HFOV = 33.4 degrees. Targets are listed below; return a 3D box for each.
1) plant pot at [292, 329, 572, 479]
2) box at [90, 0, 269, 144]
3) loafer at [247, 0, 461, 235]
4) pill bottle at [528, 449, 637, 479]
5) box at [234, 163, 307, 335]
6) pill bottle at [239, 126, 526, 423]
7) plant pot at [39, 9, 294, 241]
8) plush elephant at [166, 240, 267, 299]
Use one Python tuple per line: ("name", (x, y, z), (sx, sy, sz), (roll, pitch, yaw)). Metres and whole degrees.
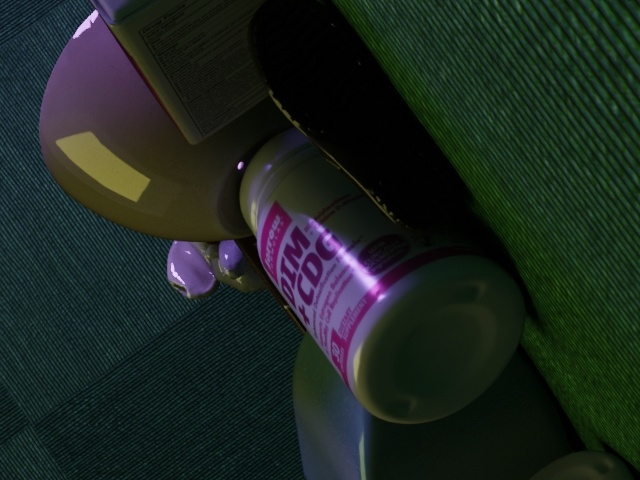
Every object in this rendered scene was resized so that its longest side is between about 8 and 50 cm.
("plant pot", (0.106, 0.180, 1.136), (0.247, 0.248, 0.252), (-130, 21, -55))
("box", (-0.107, -0.204, 0.883), (0.127, 0.149, 0.232), (54, 176, 19))
("loafer", (0.019, -0.093, 0.835), (0.220, 0.080, 0.078), (54, 176, -1))
("pill bottle", (0.275, 0.305, 0.980), (0.208, 0.119, 0.119), (55, 176, -19))
("box", (0.000, 0.000, 1.268), (0.203, 0.168, 0.167), (51, 176, 33))
("pill bottle", (0.040, 0.016, 0.950), (0.283, 0.160, 0.160), (50, 175, 49))
("plant pot", (-0.117, -0.107, 1.104), (0.191, 0.284, 0.284), (39, 169, 31))
("plush elephant", (-0.120, -0.037, 1.519), (0.330, 0.272, 0.255), (25, -128, -78))
